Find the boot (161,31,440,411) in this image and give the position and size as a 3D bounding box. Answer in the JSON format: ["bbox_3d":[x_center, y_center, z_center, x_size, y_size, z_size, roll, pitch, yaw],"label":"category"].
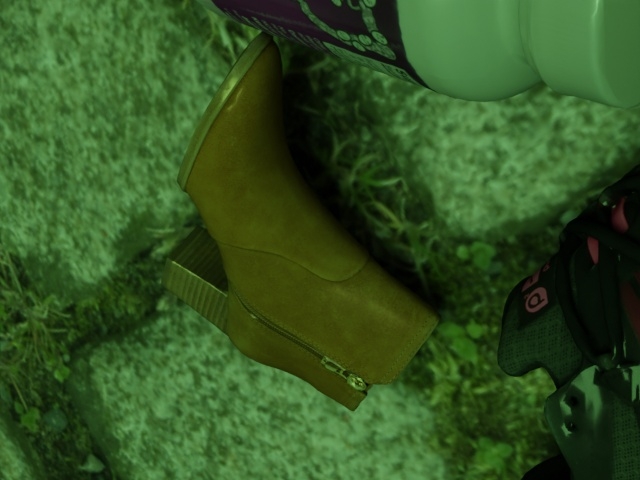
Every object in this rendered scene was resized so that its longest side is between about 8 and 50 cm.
[{"bbox_3d":[-0.001,0.001,0.767,0.211,0.104,0.295,29,139,6],"label":"boot"}]

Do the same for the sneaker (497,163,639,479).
[{"bbox_3d":[0.213,0.036,0.624,0.202,0.185,0.483,17,116,20],"label":"sneaker"}]

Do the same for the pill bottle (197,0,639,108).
[{"bbox_3d":[0.058,-0.176,0.583,0.301,0.169,0.169,26,123,37],"label":"pill bottle"}]
